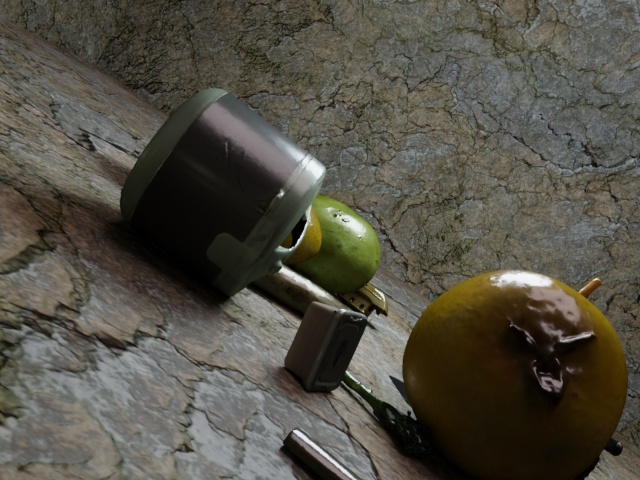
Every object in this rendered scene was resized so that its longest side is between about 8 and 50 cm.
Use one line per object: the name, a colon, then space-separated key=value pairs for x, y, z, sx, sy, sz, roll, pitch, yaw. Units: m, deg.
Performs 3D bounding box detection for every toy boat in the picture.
toy boat: x=0.088 y=0.134 z=1.534 sx=0.200 sy=0.077 sz=0.057 roll=36 pitch=-11 yaw=34

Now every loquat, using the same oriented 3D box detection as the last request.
loquat: x=0.289 y=0.217 z=0.959 sx=0.328 sy=0.328 sz=0.359 roll=36 pitch=-16 yaw=9

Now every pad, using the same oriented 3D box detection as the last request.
pad: x=0.205 y=0.313 z=1.150 sx=0.157 sy=0.003 sz=0.112 roll=32 pitch=6 yaw=-20

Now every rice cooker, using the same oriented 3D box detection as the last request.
rice cooker: x=-0.148 y=-0.073 z=0.990 sx=0.277 sy=0.288 sz=0.288 roll=36 pitch=6 yaw=-7

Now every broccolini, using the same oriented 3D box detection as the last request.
broccolini: x=0.078 y=0.228 z=0.926 sx=0.254 sy=0.057 sz=0.071 roll=44 pitch=-32 yaw=39

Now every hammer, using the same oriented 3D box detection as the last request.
hammer: x=0.111 y=0.305 z=0.589 sx=0.365 sy=0.043 sz=0.111 roll=35 pitch=7 yaw=18

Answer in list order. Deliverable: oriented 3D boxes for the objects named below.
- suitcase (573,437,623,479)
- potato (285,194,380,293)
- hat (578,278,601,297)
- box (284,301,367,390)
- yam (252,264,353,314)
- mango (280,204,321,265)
suitcase: x=0.402 y=0.343 z=1.247 sx=0.229 sy=0.152 sz=0.335 roll=33 pitch=7 yaw=-16
potato: x=-0.001 y=0.003 z=1.470 sx=0.304 sy=0.216 sz=0.216 roll=21 pitch=5 yaw=7
hat: x=0.471 y=0.172 z=1.174 sx=0.233 sy=0.233 sz=0.244 roll=35 pitch=6 yaw=23
box: x=0.006 y=0.148 z=0.870 sx=0.062 sy=0.122 sz=0.089 roll=25 pitch=1 yaw=33
yam: x=-0.067 y=0.086 z=1.164 sx=0.317 sy=0.067 sz=0.071 roll=33 pitch=36 yaw=-15
mango: x=-0.172 y=-0.107 z=1.316 sx=0.445 sy=0.220 sz=0.301 roll=44 pitch=30 yaw=16
